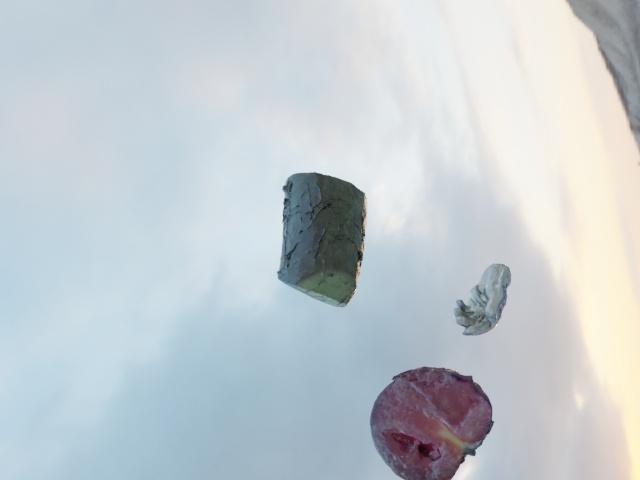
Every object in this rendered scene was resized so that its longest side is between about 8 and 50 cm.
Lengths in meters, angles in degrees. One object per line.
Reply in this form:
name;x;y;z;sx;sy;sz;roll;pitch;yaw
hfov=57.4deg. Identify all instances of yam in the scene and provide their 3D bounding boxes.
yam;0.005;0.000;1.313;0.202;0.201;0.271;21;-110;-27

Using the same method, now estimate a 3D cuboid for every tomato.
tomato;0.306;0.490;1.624;0.335;0.289;0.176;-55;-17;3

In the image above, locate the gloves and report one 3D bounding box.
gloves;0.377;0.141;1.337;0.229;0.119;0.097;-39;-88;-38
